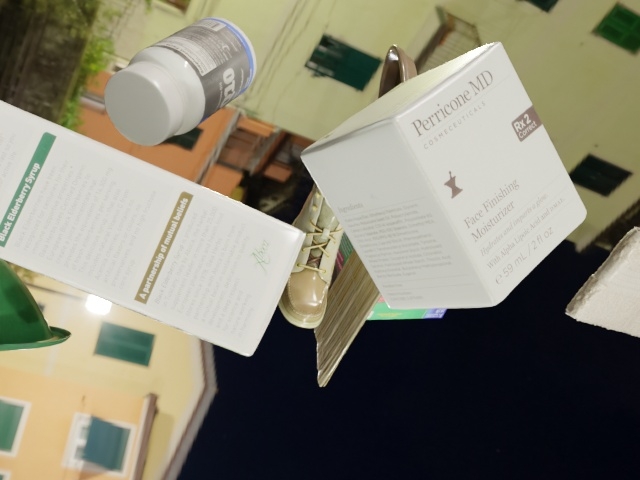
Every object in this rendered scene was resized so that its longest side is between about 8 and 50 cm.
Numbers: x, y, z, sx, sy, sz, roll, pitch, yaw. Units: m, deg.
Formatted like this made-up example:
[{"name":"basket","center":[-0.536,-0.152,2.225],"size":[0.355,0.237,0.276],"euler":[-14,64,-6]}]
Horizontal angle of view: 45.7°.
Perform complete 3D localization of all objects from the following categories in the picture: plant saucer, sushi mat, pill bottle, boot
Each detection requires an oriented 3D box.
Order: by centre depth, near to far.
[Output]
[{"name":"pill bottle","center":[-0.120,-0.139,0.661],"size":[0.078,0.078,0.137],"euler":[-51,180,41]},{"name":"boot","center":[0.000,0.000,1.065],"size":[0.165,0.077,0.213],"euler":[119,-18,-44]},{"name":"sushi mat","center":[0.053,0.076,1.179],"size":[0.151,0.019,0.316],"euler":[-100,-151,-47]},{"name":"plant saucer","center":[0.154,-0.252,1.536],"size":[0.278,0.041,0.277],"euler":[-179,-90,-84]}]

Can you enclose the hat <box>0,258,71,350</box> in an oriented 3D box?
[{"name":"hat","center":[-0.328,0.001,0.703],"size":[0.173,0.208,0.183],"euler":[4,-90,26]}]

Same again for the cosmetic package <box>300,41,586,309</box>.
[{"name":"cosmetic package","center":[0.112,-0.053,0.702],"size":[0.151,0.183,0.151],"euler":[-39,-165,-29]}]

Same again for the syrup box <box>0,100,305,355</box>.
[{"name":"syrup box","center":[-0.141,-0.009,0.525],"size":[0.093,0.237,0.096],"euler":[163,-49,-79]}]

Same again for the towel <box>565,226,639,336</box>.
[{"name":"towel","center":[0.556,0.081,1.323],"size":[0.187,0.282,0.049],"euler":[-57,-134,20]}]

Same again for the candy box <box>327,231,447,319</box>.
[{"name":"candy box","center":[0.162,0.004,1.431],"size":[0.122,0.268,0.317],"euler":[-115,-144,-43]}]
